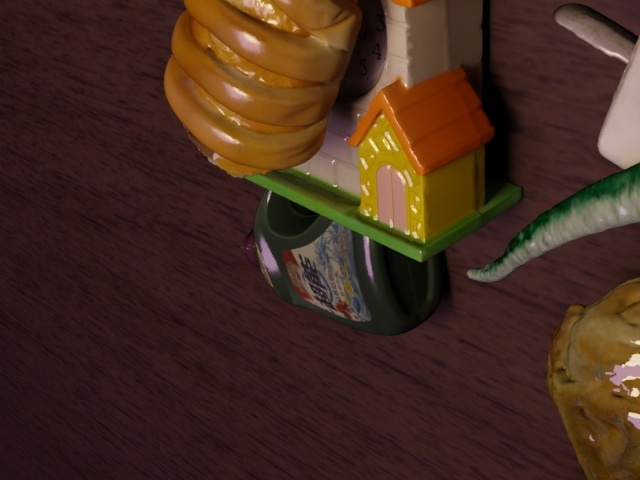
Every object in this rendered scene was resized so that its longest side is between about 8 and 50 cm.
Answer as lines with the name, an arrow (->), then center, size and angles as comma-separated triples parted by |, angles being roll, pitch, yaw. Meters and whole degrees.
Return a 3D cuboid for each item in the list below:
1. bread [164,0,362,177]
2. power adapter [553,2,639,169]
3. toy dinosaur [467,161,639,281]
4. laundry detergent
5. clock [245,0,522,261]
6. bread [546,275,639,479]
bread -> -0.040, -0.125, 0.655 | 0.119, 0.084, 0.177 | 45, 136, 26
power adapter -> 0.201, -0.089, 0.495 | 0.205, 0.125, 0.130 | 40, 143, 25
toy dinosaur -> 0.174, 0.008, 0.408 | 0.383, 0.076, 0.129 | -30, 58, 48
laundry detergent -> 0.000, 0.000, 0.886 | 0.221, 0.078, 0.144 | 12, 123, 51
clock -> 0.019, -0.148, 0.713 | 0.219, 0.106, 0.255 | 26, 134, 41
bread -> 0.233, 0.147, 0.641 | 0.268, 0.130, 0.152 | 63, 156, -5
